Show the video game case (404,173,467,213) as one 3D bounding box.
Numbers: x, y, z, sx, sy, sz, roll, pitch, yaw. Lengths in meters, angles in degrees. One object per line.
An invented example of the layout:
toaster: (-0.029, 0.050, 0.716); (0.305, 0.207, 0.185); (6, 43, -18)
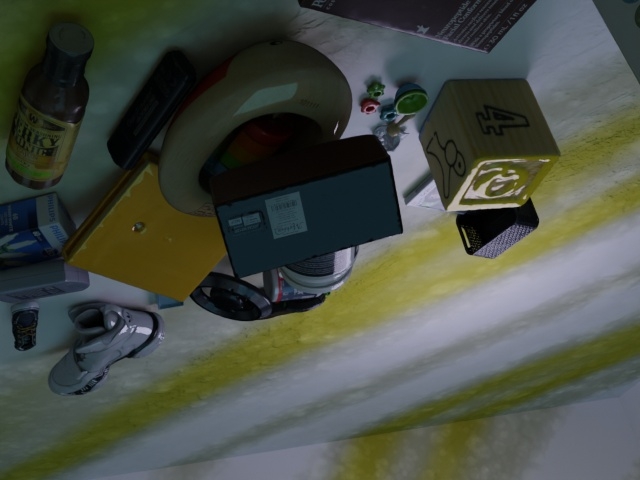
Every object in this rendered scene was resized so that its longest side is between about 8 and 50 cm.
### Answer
video game case: (0.320, -0.124, 2.142); (0.190, 0.022, 0.173); (6, 145, -34)

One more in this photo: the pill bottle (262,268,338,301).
pill bottle: (-0.046, 0.091, 2.263); (0.180, 0.108, 0.108); (-6, 150, -18)

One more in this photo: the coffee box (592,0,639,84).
coffee box: (0.697, -0.403, 1.493); (0.338, 0.334, 0.337); (9, 143, -40)

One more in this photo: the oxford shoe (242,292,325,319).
oxford shoe: (-0.100, 0.161, 2.415); (0.227, 0.083, 0.096); (-9, 170, -11)

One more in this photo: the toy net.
toy net: (0.139, -0.236, 1.830); (0.122, 0.045, 0.232); (-9, 151, -11)

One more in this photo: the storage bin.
storage bin: (0.432, -0.048, 2.227); (0.084, 0.122, 0.180); (8, 144, -36)

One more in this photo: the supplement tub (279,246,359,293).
supplement tub: (-0.010, -0.031, 1.937); (0.191, 0.191, 0.272); (-10, 142, -9)

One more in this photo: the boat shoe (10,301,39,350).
boat shoe: (-0.693, 0.203, 2.145); (0.065, 0.083, 0.183); (-7, 163, -22)

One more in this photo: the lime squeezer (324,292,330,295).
lime squeezer: (0.000, 0.000, 2.129); (0.059, 0.110, 0.310); (-27, 147, -36)

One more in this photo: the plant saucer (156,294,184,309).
plant saucer: (-0.374, 0.118, 2.250); (0.067, 0.018, 0.192); (-9, 150, -12)

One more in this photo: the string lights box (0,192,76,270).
string lights box: (-0.637, -0.005, 1.837); (0.259, 0.077, 0.133); (-14, 151, -2)

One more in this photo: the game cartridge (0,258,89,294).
game cartridge: (-0.599, 0.088, 1.948); (0.198, 0.062, 0.297); (-14, 176, -10)

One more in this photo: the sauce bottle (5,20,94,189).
sauce bottle: (-0.449, -0.221, 1.511); (0.111, 0.111, 0.344); (1, 147, -27)

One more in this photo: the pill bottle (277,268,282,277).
pill bottle: (-0.085, 0.023, 2.108); (0.067, 0.120, 0.067); (-11, 152, -6)

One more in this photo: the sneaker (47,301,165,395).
sneaker: (-0.591, 0.266, 2.296); (0.366, 0.137, 0.210); (-30, 148, 16)

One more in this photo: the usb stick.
usb stick: (-0.303, -0.225, 1.609); (0.045, 0.077, 0.278); (-19, 162, -46)

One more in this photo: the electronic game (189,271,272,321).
electronic game: (-0.229, 0.138, 2.245); (0.229, 0.048, 0.229); (14, 153, 7)

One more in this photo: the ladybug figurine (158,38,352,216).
ladybug figurine: (-0.133, -0.202, 1.634); (0.305, 0.162, 0.449); (9, 143, -41)

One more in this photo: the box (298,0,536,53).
box: (0.158, -0.429, 1.397); (0.381, 0.143, 0.191); (6, 146, -31)

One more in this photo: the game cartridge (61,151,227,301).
game cartridge: (-0.326, -0.019, 1.893); (0.285, 0.053, 0.323); (-47, 140, 15)

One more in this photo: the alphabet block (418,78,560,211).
alphabet block: (0.336, -0.193, 1.842); (0.193, 0.197, 0.192); (-6, 151, -17)

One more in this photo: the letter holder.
letter holder: (-0.034, -0.085, 1.600); (0.301, 0.214, 0.152); (-15, 121, -3)
